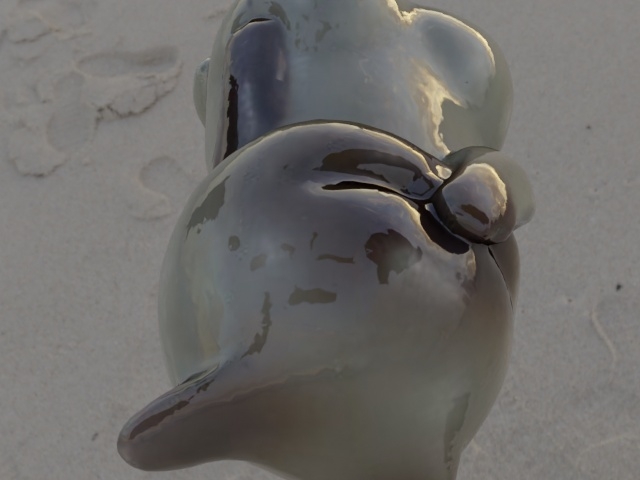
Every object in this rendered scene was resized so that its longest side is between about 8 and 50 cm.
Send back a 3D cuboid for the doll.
[{"bbox_3d":[0.017,-0.026,0.512,0.215,0.226,0.370,30,33,-26],"label":"doll"}]
